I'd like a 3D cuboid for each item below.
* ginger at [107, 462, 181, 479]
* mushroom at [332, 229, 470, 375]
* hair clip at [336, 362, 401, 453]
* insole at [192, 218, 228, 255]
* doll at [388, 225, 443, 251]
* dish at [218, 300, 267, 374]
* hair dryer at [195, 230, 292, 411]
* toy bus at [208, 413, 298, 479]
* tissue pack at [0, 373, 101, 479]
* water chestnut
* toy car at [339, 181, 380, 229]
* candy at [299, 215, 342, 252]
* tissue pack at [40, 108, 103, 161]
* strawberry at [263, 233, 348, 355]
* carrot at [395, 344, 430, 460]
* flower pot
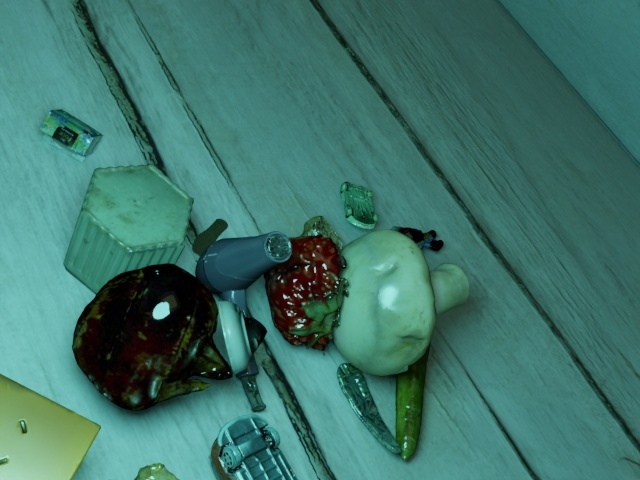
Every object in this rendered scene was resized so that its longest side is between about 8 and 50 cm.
[{"bbox_3d":[-0.267,0.459,1.273,0.216,0.102,0.157,36,72,-8],"label":"ginger"},{"bbox_3d":[0.138,0.116,1.658,0.315,0.315,0.356,35,33,-1],"label":"mushroom"},{"bbox_3d":[0.102,0.361,1.623,0.066,0.036,0.229,-6,51,-40],"label":"hair clip"},{"bbox_3d":[-0.253,-0.009,1.745,0.045,0.002,0.135,37,44,0],"label":"insole"},{"bbox_3d":[0.240,-0.003,1.991,0.195,0.070,0.096,1,38,-39],"label":"doll"},{"bbox_3d":[-0.139,0.173,1.422,0.078,0.141,0.141,-14,58,-5],"label":"dish"},{"bbox_3d":[-0.139,0.161,1.528,0.121,0.301,0.361,-5,82,-35],"label":"hair dryer"},{"bbox_3d":[-0.103,0.451,1.363,0.121,0.120,0.265,-17,65,-39],"label":"toy bus"},{"bbox_3d":[-0.524,0.335,1.193,0.274,0.145,0.194,29,43,-5],"label":"tissue pack"},{"bbox_3d":[-0.302,0.175,1.393,0.289,0.289,0.244,-38,116,-45],"label":"water chestnut"},{"bbox_3d":[0.093,-0.086,1.978,0.093,0.058,0.186,15,36,-19],"label":"toy car"},{"bbox_3d":[0.000,0.000,1.834,0.110,0.085,0.095,44,38,-5],"label":"candy"},{"bbox_3d":[-0.561,-0.233,1.699,0.111,0.079,0.085,32,9,-6],"label":"tissue pack"},{"bbox_3d":[-0.054,0.080,1.620,0.150,0.253,0.280,-2,53,-23],"label":"strawberry"},{"bbox_3d":[0.201,0.324,1.695,0.074,0.074,0.359,24,48,-12],"label":"carrot"},{"bbox_3d":[-0.386,-0.017,1.537,0.209,0.190,0.239,19,46,-17],"label":"flower pot"}]
